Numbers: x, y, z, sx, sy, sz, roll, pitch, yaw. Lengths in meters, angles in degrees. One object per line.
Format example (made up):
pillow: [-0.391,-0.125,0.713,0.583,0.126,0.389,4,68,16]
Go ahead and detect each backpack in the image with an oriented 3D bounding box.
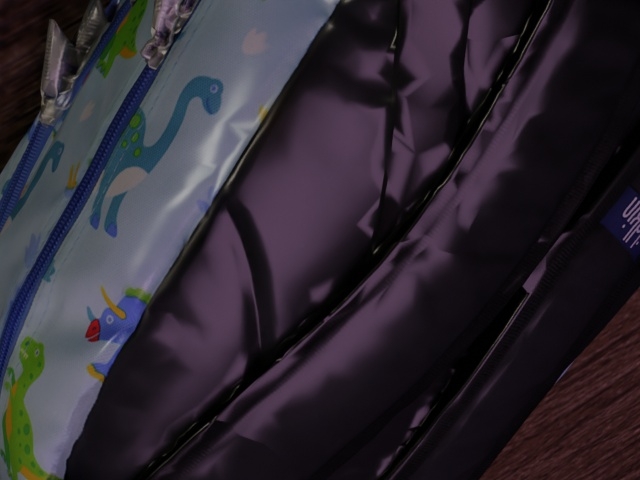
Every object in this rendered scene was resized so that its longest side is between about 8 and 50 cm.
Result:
backpack: [0.000,0.000,0.498,0.290,0.273,0.355,25,89,-48]
